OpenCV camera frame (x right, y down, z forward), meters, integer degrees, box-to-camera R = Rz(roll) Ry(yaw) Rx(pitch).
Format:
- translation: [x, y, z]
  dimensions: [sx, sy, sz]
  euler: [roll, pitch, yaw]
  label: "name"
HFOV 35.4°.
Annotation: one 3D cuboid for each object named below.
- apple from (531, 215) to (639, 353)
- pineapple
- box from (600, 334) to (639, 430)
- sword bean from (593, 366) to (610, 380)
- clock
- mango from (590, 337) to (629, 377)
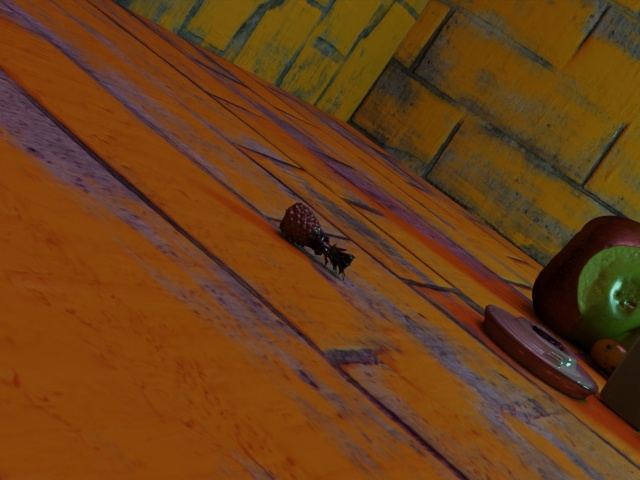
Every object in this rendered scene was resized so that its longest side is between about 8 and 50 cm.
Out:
- translation: [0.709, 0.134, 2.411]
  dimensions: [0.374, 0.374, 0.384]
  euler: [38, 40, 17]
  label: "apple"
- translation: [0.000, 0.000, 1.427]
  dimensions: [0.124, 0.058, 0.058]
  euler: [38, 10, 14]
  label: "pineapple"
- translation: [0.631, 0.251, 1.865]
  dimensions: [0.148, 0.210, 0.129]
  euler: [39, 18, 28]
  label: "box"
- translation: [0.618, 0.295, 2.175]
  dimensions: [0.012, 0.012, 0.083]
  euler: [30, 9, -23]
  label: "sword bean"
- translation: [0.393, 0.194, 1.789]
  dimensions: [0.244, 0.056, 0.244]
  euler: [34, 9, -6]
  label: "clock"
- translation: [0.655, 0.266, 2.242]
  dimensions: [0.103, 0.076, 0.161]
  euler: [41, 2, 18]
  label: "mango"
